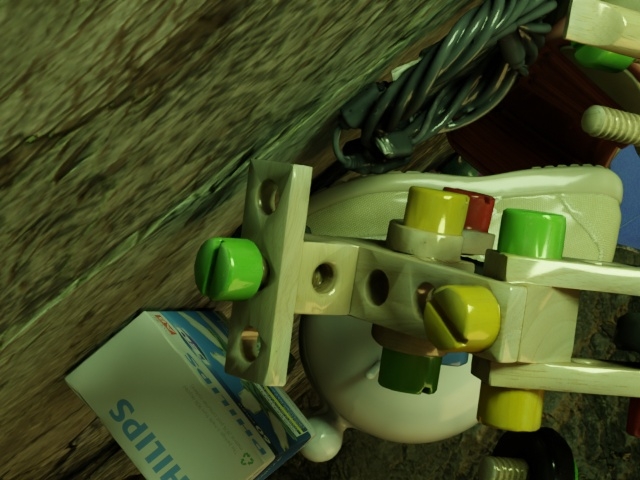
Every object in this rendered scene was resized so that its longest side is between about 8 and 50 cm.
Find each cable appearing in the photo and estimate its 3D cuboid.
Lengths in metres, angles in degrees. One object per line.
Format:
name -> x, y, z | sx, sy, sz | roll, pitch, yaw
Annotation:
cable -> 0.084, -0.108, 0.996 | 0.150, 0.047, 0.184 | -49, 166, 28

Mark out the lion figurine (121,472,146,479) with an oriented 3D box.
lion figurine -> -0.165, 0.313, 1.593 | 0.240, 0.142, 0.392 | -32, -150, 46

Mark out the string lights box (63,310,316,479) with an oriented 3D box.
string lights box -> -0.087, 0.124, 1.169 | 0.077, 0.133, 0.259 | -40, 174, 4

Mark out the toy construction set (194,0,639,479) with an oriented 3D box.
toy construction set -> 0.077, -0.001, 0.867 | 0.237, 0.257, 0.309 | 10, 118, -33

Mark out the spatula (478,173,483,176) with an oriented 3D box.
spatula -> 0.156, -0.041, 1.852 | 0.084, 0.030, 0.296 | -38, 173, -36

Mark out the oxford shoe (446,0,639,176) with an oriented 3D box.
oxford shoe -> 0.197, -0.120, 1.202 | 0.130, 0.123, 0.348 | -56, -174, -17

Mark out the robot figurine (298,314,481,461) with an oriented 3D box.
robot figurine -> 0.082, 0.091, 1.526 | 0.300, 0.200, 0.353 | -51, 179, -5

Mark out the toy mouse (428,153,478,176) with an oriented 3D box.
toy mouse -> 0.114, -0.050, 1.560 | 0.161, 0.031, 0.143 | -32, 170, -48

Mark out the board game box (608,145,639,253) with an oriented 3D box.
board game box -> 0.374, -0.138, 1.398 | 0.291, 0.141, 0.232 | -38, 136, -48

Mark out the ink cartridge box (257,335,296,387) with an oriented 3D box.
ink cartridge box -> -0.086, 0.135, 1.554 | 0.109, 0.062, 0.209 | -37, 173, -14

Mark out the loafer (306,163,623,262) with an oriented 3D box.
loafer -> 0.091, 0.005, 1.134 | 0.268, 0.092, 0.102 | -8, 161, -4
